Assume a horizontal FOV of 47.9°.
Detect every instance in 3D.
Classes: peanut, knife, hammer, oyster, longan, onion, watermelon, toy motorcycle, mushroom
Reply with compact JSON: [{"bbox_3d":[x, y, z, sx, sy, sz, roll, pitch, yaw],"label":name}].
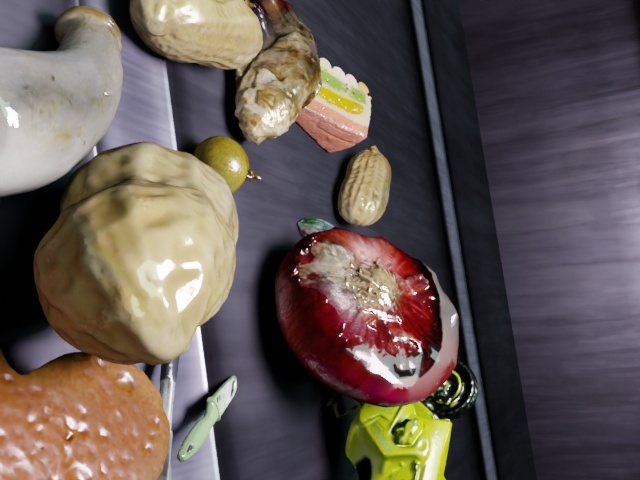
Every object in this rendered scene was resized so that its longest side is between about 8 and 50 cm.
[{"bbox_3d":[0.081,-0.093,1.262,0.194,0.083,0.093,-71,144,-49],"label":"peanut"},{"bbox_3d":[-0.113,0.178,0.743,0.207,0.014,0.030,-46,130,-80],"label":"knife"},{"bbox_3d":[-0.147,0.120,0.699,0.103,0.029,0.246,102,-11,-56],"label":"hammer"},{"bbox_3d":[-0.071,-0.275,0.987,0.166,0.094,0.294,-6,79,-49],"label":"oyster"},{"bbox_3d":[-0.138,-0.249,0.822,0.214,0.090,0.099,-23,113,-67],"label":"peanut"},{"bbox_3d":[-0.108,-0.084,0.837,0.075,0.083,0.075,-164,-90,-85],"label":"longan"},{"bbox_3d":[0.050,0.116,0.993,0.272,0.195,0.272,22,43,-23],"label":"onion"},{"bbox_3d":[0.000,0.000,1.104,0.061,0.085,0.085,-57,151,3],"label":"watermelon"},{"bbox_3d":[-0.139,0.002,0.570,0.313,0.152,0.152,-105,177,-72],"label":"peanut"},{"bbox_3d":[0.087,0.312,1.006,0.142,0.206,0.342,48,53,-47],"label":"toy motorcycle"},{"bbox_3d":[-0.223,-0.113,0.576,0.118,0.103,0.270,63,20,-19],"label":"mushroom"}]

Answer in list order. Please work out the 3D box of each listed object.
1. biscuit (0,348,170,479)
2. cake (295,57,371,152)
[{"bbox_3d":[-0.229,0.105,0.465,0.277,0.052,0.262,54,23,-10],"label":"biscuit"},{"bbox_3d":[0.004,-0.233,1.144,0.225,0.090,0.109,35,55,-56],"label":"cake"}]
